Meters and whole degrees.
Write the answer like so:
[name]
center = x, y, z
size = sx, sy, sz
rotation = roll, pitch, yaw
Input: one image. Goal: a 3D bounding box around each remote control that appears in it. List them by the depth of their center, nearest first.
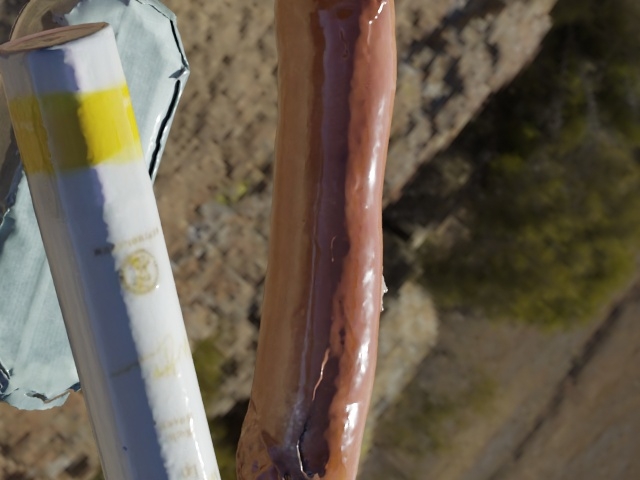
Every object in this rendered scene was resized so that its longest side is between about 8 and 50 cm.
[remote control]
center = -0.142, -0.029, 0.919
size = 0.104, 0.052, 0.247
rotation = 18, 85, -37

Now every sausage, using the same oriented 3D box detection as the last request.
[sausage]
center = 0.000, 0.000, 1.158
size = 0.094, 0.094, 0.419
rotation = 17, 78, -81

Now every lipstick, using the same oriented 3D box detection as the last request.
[lipstick]
center = -0.098, 0.029, 0.803
size = 0.059, 0.059, 0.264
rotation = -24, 110, -38
